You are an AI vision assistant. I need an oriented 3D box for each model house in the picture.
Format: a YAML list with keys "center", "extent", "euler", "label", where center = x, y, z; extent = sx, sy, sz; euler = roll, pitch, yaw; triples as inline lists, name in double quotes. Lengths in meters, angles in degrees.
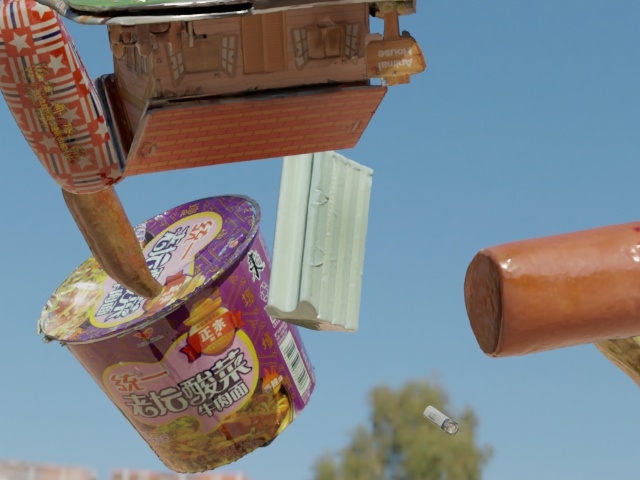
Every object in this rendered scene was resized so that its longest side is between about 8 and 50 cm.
- center: [-0.049, -0.124, 1.226]
  extent: [0.293, 0.154, 0.207]
  euler: [-9, 19, -21]
  label: "model house"

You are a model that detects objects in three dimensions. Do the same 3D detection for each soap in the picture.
- center: [0.000, 0.000, 1.926]
  extent: [0.066, 0.198, 0.119]
  euler: [-1, -12, 33]
  label: "soap"

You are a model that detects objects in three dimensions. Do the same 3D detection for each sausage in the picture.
- center: [0.265, 0.042, 1.574]
  extent: [0.259, 0.114, 0.113]
  euler: [-8, -12, -22]
  label: "sausage"

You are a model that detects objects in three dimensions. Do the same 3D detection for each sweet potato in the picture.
- center: [-0.238, -0.047, 1.806]
  extent: [0.078, 0.255, 0.058]
  euler: [-14, 14, 1]
  label: "sweet potato"

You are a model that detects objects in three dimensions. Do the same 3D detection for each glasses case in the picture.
- center: [-0.225, -0.117, 1.408]
  extent: [0.073, 0.049, 0.194]
  euler: [-20, -54, 4]
  label: "glasses case"

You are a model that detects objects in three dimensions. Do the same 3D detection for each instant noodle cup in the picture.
- center: [-0.175, 0.136, 2.267]
  extent: [0.339, 0.340, 0.266]
  euler: [-9, -61, 36]
  label: "instant noodle cup"

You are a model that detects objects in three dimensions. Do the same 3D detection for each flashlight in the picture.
- center: [0.161, 0.241, 2.240]
  extent: [0.018, 0.018, 0.083]
  euler: [30, -1, -19]
  label: "flashlight"

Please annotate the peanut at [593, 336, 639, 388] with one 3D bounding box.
- center: [0.391, 0.120, 1.911]
  extent: [0.257, 0.123, 0.123]
  euler: [46, -25, -4]
  label: "peanut"
